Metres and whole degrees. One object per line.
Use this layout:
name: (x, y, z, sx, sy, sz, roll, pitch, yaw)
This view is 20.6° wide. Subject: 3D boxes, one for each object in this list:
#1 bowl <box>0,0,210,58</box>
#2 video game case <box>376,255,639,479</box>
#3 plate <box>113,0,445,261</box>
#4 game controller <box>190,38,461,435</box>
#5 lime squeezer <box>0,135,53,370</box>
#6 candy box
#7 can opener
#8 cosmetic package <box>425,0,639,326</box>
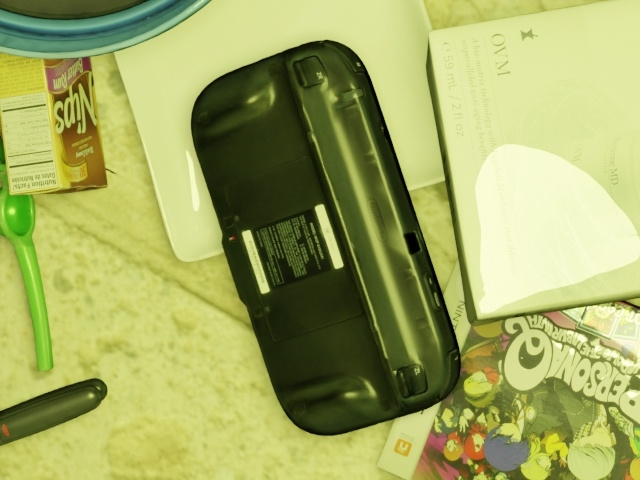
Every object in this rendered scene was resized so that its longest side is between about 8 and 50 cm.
bowl: (-0.213, -0.342, 1.412, 0.391, 0.077, 0.391, 0, 97, 0)
video game case: (0.189, 0.136, 1.462, 0.232, 0.042, 0.210, 23, 97, 13)
plate: (-0.033, -0.150, 1.508, 0.278, 0.045, 0.277, -18, 87, 15)
game controller: (0.000, 0.000, 1.460, 0.166, 0.067, 0.319, -19, 87, 29)
lime squeezer: (-0.305, -0.033, 1.560, 0.110, 0.059, 0.310, -39, 86, 4)
candy box: (-0.237, -0.133, 1.530, 0.053, 0.109, 0.187, -6, 91, 15)
can opener: (-0.279, 0.162, 1.576, 0.186, 0.059, 0.073, -15, 108, 13)
cosmetic package: (0.210, -0.062, 1.371, 0.224, 0.138, 0.224, -10, 85, 1)
